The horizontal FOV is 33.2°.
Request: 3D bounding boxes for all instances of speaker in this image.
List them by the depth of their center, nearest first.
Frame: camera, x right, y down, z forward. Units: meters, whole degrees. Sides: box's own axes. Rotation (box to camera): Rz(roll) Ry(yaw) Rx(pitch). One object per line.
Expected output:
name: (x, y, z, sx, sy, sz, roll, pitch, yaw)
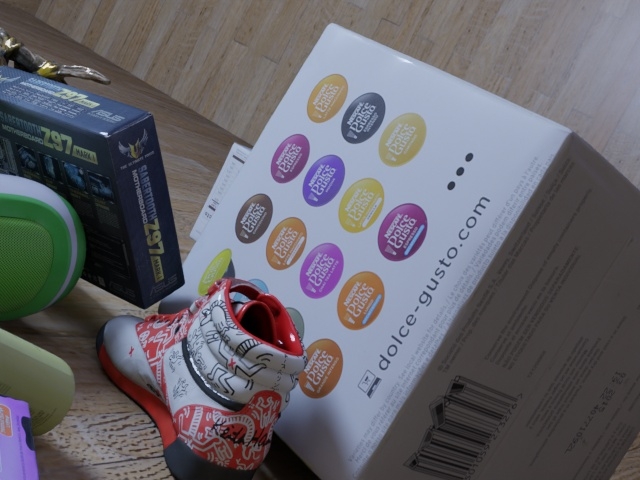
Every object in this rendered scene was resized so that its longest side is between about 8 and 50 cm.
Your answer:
speaker: (-0.312, 0.003, 0.827, 0.131, 0.131, 0.296, 31, 10, 21)

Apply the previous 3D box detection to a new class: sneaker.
sneaker: (-0.100, 0.088, 0.907, 0.090, 0.145, 0.270, 21, 10, -33)

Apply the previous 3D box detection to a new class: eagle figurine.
eagle figurine: (-0.479, -0.204, 1.485, 0.226, 0.225, 0.298, -12, 25, 29)

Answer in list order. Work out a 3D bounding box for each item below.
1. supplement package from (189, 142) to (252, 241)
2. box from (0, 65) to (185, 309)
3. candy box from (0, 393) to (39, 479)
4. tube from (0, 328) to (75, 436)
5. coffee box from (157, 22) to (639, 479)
supplement package: (0.000, 0.000, 1.444, 0.204, 0.145, 0.262, 34, 12, 37)
box: (-0.238, -0.055, 1.025, 0.233, 0.183, 0.059, 20, 41, 37)
candy box: (-0.248, 0.118, 0.545, 0.196, 0.070, 0.165, 24, 10, -24)
tube: (-0.242, 0.064, 0.666, 0.062, 0.070, 0.240, 41, -2, 32)
coffee box: (0.117, 0.050, 1.037, 0.338, 0.337, 0.334, 28, 6, -43)
